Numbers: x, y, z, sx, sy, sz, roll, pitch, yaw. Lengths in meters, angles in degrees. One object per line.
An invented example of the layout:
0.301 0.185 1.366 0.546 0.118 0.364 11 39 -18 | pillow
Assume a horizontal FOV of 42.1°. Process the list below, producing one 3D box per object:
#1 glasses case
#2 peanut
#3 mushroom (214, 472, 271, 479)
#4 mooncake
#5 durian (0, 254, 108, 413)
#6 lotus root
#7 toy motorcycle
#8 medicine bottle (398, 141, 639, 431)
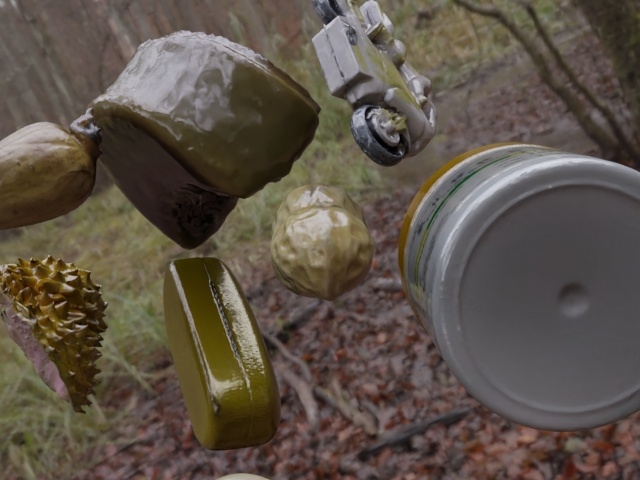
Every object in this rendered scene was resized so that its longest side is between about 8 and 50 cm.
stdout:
-0.162 0.189 1.381 0.141 0.173 0.371 -3 39 -22 | glasses case
0.000 0.000 1.160 0.152 0.152 0.313 -23 11 6 | peanut
-0.145 0.560 1.545 0.246 0.246 0.202 -32 24 -30 | mushroom
-0.178 -0.154 1.386 0.394 0.393 0.246 18 64 33 | mooncake
-0.438 0.175 1.396 0.185 0.305 0.195 -18 18 -11 | durian
-0.428 -0.091 1.231 0.256 0.140 0.154 -27 22 -8 | lotus root
0.092 -0.243 1.261 0.223 0.341 0.108 12 -38 -45 | toy motorcycle
0.203 0.029 0.787 0.238 0.238 0.232 -24 8 2 | medicine bottle
